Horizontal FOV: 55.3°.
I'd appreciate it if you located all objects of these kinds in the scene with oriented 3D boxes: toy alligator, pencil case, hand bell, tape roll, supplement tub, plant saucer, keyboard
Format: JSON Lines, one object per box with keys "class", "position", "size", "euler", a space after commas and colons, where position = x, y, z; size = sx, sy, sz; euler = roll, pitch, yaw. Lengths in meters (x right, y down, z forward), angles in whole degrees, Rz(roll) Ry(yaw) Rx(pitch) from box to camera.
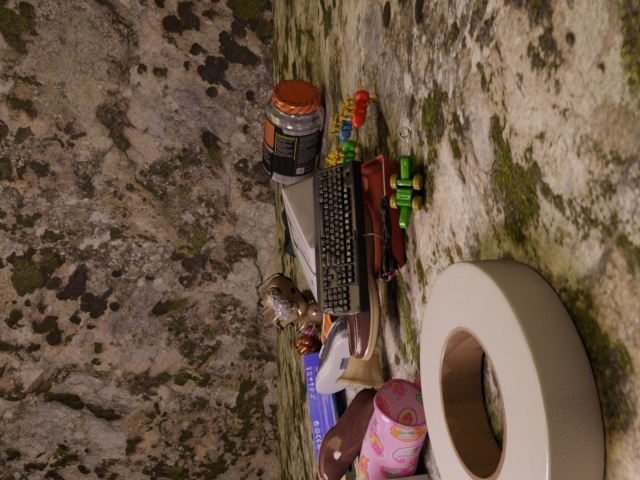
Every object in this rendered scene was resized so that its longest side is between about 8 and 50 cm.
{"class": "toy alligator", "position": [0.166, -0.119, 1.146], "size": [0.051, 0.056, 0.189], "euler": [-22, -66, -59]}
{"class": "pencil case", "position": [0.148, 0.397, 1.214], "size": [0.124, 0.124, 0.284], "euler": [-106, 18, -50]}
{"class": "hand bell", "position": [0.110, 0.222, 1.447], "size": [0.126, 0.126, 0.241], "euler": [133, 145, -75]}
{"class": "tape roll", "position": [0.234, 0.219, 0.832], "size": [0.392, 0.072, 0.391], "euler": [177, 90, -78]}
{"class": "supplement tub", "position": [-0.089, -0.353, 2.004], "size": [0.316, 0.194, 0.193], "euler": [100, 163, -48]}
{"class": "plant saucer", "position": [0.128, -0.046, 1.357], "size": [0.258, 0.048, 0.258], "euler": [175, 91, -79]}
{"class": "keyboard", "position": [0.066, -0.009, 1.239], "size": [0.202, 0.033, 0.317], "euler": [-11, 76, 34]}

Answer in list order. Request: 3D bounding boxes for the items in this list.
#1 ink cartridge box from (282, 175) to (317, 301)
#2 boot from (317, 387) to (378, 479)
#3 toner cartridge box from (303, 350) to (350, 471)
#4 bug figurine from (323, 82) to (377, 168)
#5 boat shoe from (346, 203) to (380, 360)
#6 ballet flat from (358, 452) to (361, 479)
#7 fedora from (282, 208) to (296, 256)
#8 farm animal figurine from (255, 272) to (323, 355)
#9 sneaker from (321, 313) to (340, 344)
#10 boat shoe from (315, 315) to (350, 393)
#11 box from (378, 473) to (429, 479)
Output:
{"class": "ink cartridge box", "position": [0.000, 0.000, 1.596], "size": [0.289, 0.122, 0.211], "euler": [83, 164, -56]}
{"class": "boot", "position": [0.080, 0.461, 1.432], "size": [0.248, 0.090, 0.207], "euler": [-63, 6, -19]}
{"class": "toner cartridge box", "position": [0.019, 0.532, 1.880], "size": [0.165, 0.075, 0.347], "euler": [64, -165, -61]}
{"class": "bug figurine", "position": [0.067, -0.253, 1.485], "size": [0.279, 0.072, 0.216], "euler": [-177, 99, -83]}
{"class": "boat shoe", "position": [0.054, 0.092, 1.329], "size": [0.123, 0.123, 0.341], "euler": [-168, 76, -79]}
{"class": "ballet flat", "position": [0.123, 0.558, 1.491], "size": [0.203, 0.074, 0.074], "euler": [-99, 11, -57]}
{"class": "fedora", "position": [-0.040, -0.030, 1.947], "size": [0.334, 0.153, 0.333], "euler": [177, 90, -79]}
{"class": "farm animal figurine", "position": [-0.069, 0.236, 2.094], "size": [0.327, 0.172, 0.330], "euler": [47, -179, -18]}
{"class": "sneaker", "position": [0.039, 0.277, 1.870], "size": [0.067, 0.064, 0.175], "euler": [-160, 63, -65]}
{"class": "boat shoe", "position": [0.044, 0.326, 1.738], "size": [0.301, 0.108, 0.102], "euler": [102, 162, -44]}
{"class": "box", "position": [0.135, 0.534, 1.159], "size": [0.130, 0.171, 0.091], "euler": [-104, 16, -48]}
